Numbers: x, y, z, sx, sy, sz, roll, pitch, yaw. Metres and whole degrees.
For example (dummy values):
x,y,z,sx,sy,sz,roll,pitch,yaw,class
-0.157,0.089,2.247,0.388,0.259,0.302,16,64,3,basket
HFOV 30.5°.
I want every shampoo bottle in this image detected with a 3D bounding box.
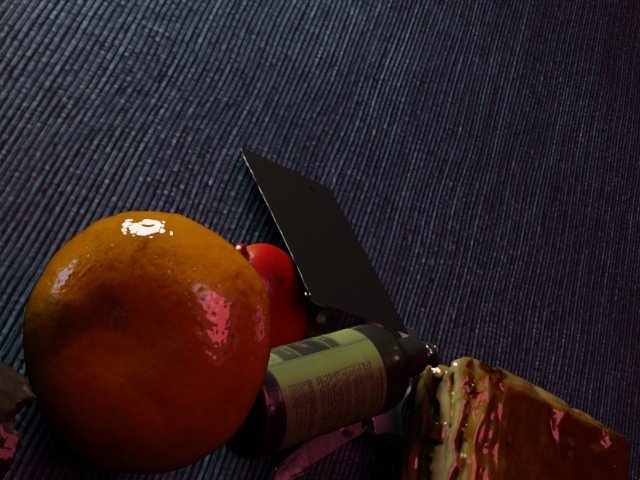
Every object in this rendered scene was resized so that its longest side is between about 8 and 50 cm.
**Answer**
x,y,z,sx,sy,sz,roll,pitch,yaw,class
0.019,0.146,1.240,0.284,0.101,0.101,-12,78,-41,shampoo bottle

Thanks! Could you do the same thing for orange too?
x,y,z,sx,sy,sz,roll,pitch,yaw,class
-0.158,0.093,1.083,0.171,0.240,0.240,76,-5,-80,orange

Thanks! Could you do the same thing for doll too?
x,y,z,sx,sy,sz,roll,pitch,yaw,class
-0.053,0.091,1.291,0.217,0.085,0.183,50,43,-41,doll

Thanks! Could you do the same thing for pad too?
x,y,z,sx,sy,sz,roll,pitch,yaw,class
0.000,0.000,1.363,0.159,0.009,0.265,22,29,-40,pad

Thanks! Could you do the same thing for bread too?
x,y,z,sx,sy,sz,roll,pitch,yaw,class
0.217,0.311,1.388,0.324,0.167,0.277,23,62,-32,bread

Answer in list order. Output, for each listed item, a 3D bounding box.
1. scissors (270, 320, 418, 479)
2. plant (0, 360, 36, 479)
x,y,z,sx,sy,sz,roll,pitch,yaw,class
0.044,0.201,1.333,0.360,0.029,0.191,-24,96,-58,scissors
-0.367,0.124,0.899,0.274,0.146,0.149,29,32,-32,plant
